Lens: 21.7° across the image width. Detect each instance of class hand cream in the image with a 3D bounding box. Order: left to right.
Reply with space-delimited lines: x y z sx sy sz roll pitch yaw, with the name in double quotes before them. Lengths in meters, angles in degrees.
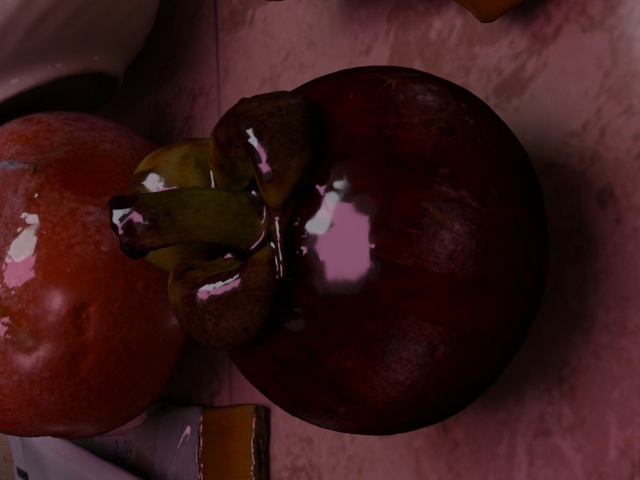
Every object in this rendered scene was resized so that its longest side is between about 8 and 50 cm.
"hand cream" -0.136 0.210 1.184 0.320 0.067 0.109 15 118 45

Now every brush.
"brush" -0.159 0.163 1.250 0.336 0.020 0.085 -9 78 44

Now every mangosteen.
"mangosteen" 0.000 0.000 0.945 0.215 0.257 0.215 -170 90 -67

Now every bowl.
"bowl" -0.233 -0.153 1.213 0.277 0.277 0.145 -32 80 38

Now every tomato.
"tomato" -0.176 0.024 1.172 0.232 0.188 0.232 -27 48 35

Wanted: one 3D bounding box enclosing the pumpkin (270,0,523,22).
"pumpkin" 0.084 -0.265 1.015 0.290 0.095 0.258 10 88 42
